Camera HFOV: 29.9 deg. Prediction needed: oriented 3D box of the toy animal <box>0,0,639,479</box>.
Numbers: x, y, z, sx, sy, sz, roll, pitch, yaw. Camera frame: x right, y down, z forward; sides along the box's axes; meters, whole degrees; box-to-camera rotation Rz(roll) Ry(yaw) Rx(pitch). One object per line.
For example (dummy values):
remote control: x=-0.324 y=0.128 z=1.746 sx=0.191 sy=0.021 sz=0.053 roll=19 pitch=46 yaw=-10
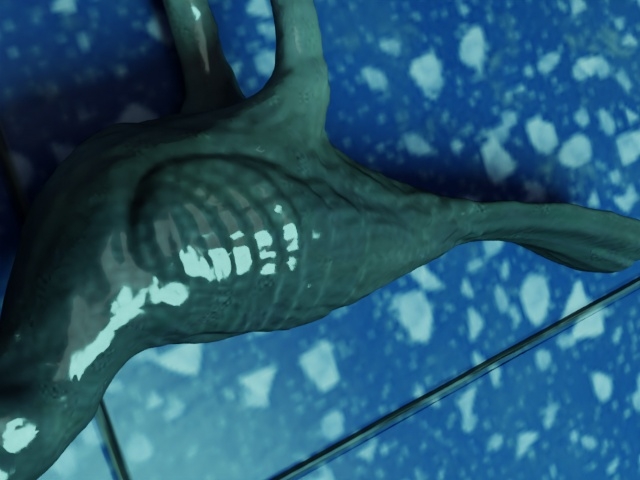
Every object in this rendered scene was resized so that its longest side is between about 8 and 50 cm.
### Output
toy animal: x=-0.023 y=-0.029 z=0.450 sx=0.367 sy=0.081 sz=0.206 roll=-21 pitch=97 yaw=-38
